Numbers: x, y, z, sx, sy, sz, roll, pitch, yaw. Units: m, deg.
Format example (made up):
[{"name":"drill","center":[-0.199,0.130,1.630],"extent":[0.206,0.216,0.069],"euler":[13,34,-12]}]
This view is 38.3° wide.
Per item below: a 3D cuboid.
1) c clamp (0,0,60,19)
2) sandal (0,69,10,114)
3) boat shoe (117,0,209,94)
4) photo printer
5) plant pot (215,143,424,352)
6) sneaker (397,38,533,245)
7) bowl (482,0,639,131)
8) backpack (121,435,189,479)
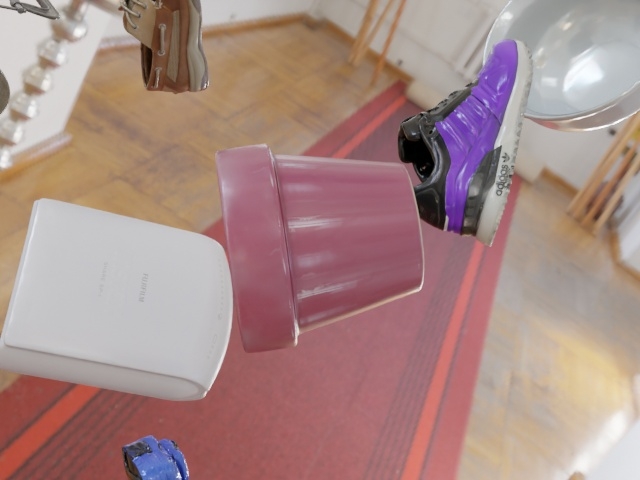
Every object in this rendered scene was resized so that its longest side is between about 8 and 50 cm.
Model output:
[{"name":"c clamp","center":[-0.517,-0.420,1.580],"extent":[0.137,0.022,0.161],"euler":[11,27,-36]},{"name":"sandal","center":[-0.288,-0.136,0.694],"extent":[0.049,0.072,0.180],"euler":[32,-7,26]},{"name":"boat shoe","center":[-0.246,-0.346,1.406],"extent":[0.116,0.324,0.123],"euler":[-15,50,-11]},{"name":"photo printer","center":[-0.276,0.089,1.300],"extent":[0.307,0.107,0.256],"euler":[14,56,-16]},{"name":"plant pot","center":[0.000,0.000,0.899],"extent":[0.180,0.201,0.201],"euler":[-8,33,-4]},{"name":"sneaker","center":[0.171,-0.141,1.126],"extent":[0.146,0.102,0.293],"euler":[12,61,8]},{"name":"bowl","center":[0.399,-0.268,1.351],"extent":[0.134,0.298,0.298],"euler":[41,12,-45]},{"name":"backpack","center":[-0.274,0.390,1.547],"extent":[0.101,0.098,0.120],"euler":[-22,23,-18]}]
